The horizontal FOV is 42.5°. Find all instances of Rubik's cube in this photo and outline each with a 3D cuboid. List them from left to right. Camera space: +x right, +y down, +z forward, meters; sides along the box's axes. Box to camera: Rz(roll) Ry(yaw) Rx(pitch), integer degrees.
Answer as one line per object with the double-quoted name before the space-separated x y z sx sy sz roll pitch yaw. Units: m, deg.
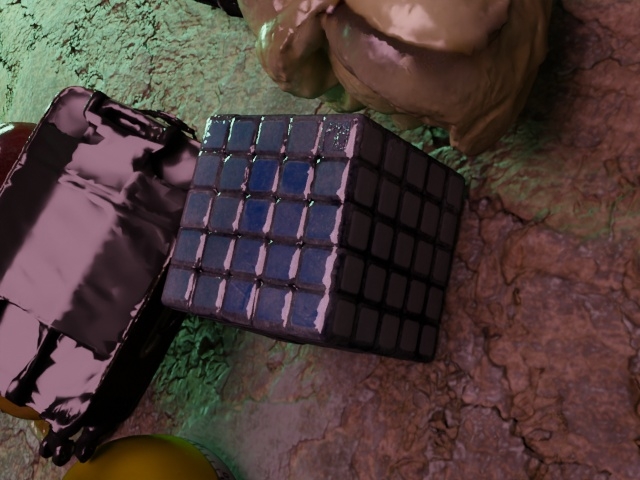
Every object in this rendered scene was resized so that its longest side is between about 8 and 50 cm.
"Rubik's cube" 0.000 0.000 0.940 0.236 0.238 0.237 4 79 37

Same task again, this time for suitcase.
"suitcase" -0.288 0.033 1.045 0.283 0.194 0.434 25 84 15

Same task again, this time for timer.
"timer" -0.251 0.368 1.011 0.285 0.285 0.285 -12 70 35

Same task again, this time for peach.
"peach" -0.545 -0.136 1.467 0.152 0.152 0.152 -12 70 35

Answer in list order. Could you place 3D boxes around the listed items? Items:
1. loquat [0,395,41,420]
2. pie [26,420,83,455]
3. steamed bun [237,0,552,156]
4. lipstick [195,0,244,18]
"loquat" -0.400 0.172 1.199 0.204 0.149 0.172 -43 50 1
"pie" -0.386 0.218 1.300 0.240 0.054 0.241 -11 70 33
"steamed bun" 0.081 -0.242 0.923 0.372 0.325 0.230 27 139 27
"lipstick" -0.134 -0.384 1.256 0.299 0.081 0.081 25 93 39
